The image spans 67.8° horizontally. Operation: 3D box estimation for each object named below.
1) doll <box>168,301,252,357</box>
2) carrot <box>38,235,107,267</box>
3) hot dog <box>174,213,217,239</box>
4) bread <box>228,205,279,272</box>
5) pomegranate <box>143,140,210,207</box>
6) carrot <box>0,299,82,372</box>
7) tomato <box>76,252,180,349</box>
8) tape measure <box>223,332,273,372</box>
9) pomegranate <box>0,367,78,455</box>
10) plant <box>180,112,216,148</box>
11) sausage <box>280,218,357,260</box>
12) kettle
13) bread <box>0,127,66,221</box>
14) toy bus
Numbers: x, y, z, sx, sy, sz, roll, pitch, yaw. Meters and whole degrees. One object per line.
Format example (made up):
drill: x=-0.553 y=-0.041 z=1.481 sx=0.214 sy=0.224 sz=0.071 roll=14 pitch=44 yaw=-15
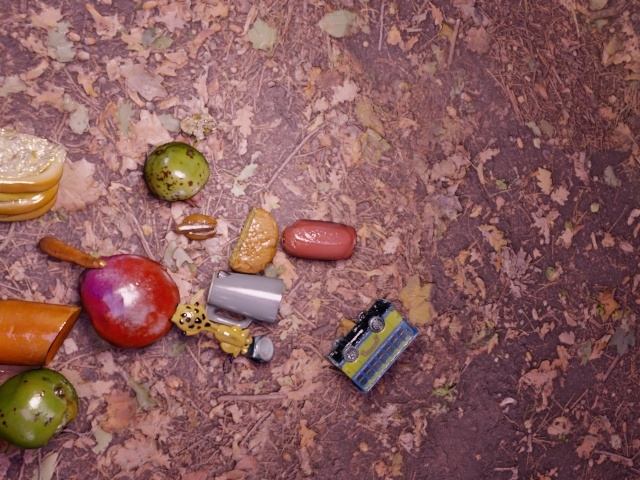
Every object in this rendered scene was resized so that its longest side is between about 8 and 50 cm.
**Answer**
doll: x=-0.361 y=0.294 z=1.590 sx=0.291 sy=0.086 sz=0.117 roll=31 pitch=74 yaw=-23
carrot: x=-0.769 y=0.045 z=1.477 sx=0.248 sy=0.059 sz=0.059 roll=19 pitch=86 yaw=12
hot dog: x=-0.422 y=-0.047 z=1.625 sx=0.140 sy=0.060 sz=0.089 roll=7 pitch=85 yaw=-13
bread: x=-0.222 y=0.006 z=1.654 sx=0.140 sy=0.143 sz=0.228 roll=23 pitch=88 yaw=-27
pomegranate: x=-0.453 y=-0.200 z=1.557 sx=0.214 sy=0.214 sz=0.247 roll=-39 pitch=138 yaw=-12
carrot: x=-0.909 y=0.278 z=1.416 sx=0.331 sy=0.193 sz=0.214 roll=11 pitch=93 yaw=-14
tomato: x=-0.605 y=0.187 z=1.519 sx=0.290 sy=0.176 sz=0.334 roll=-27 pitch=98 yaw=-17
tape measure: x=-0.259 y=0.406 z=1.703 sx=0.180 sy=0.104 sz=0.107 roll=-30 pitch=138 yaw=21
pomegranate: x=-0.881 y=0.527 z=1.434 sx=0.236 sy=0.236 sz=0.302 roll=42 pitch=107 yaw=-14
plant: x=-0.409 y=-0.366 z=1.606 sx=0.117 sy=0.104 sz=0.121 roll=6 pitch=115 yaw=4
sausage: x=0.000 y=0.000 z=1.709 sx=0.280 sy=0.152 sz=0.152 roll=5 pitch=90 yaw=-14
kettle: x=-0.270 y=0.209 z=1.651 sx=0.243 sy=0.160 sz=0.210 roll=12 pitch=116 yaw=-10
bread: x=-0.917 y=-0.172 z=1.361 sx=0.316 sy=0.211 sz=0.270 roll=12 pitch=129 yaw=-37
toy bus: x=0.191 y=0.385 z=1.776 sx=0.190 sy=0.152 sz=0.312 roll=46 pitch=80 yaw=-12
